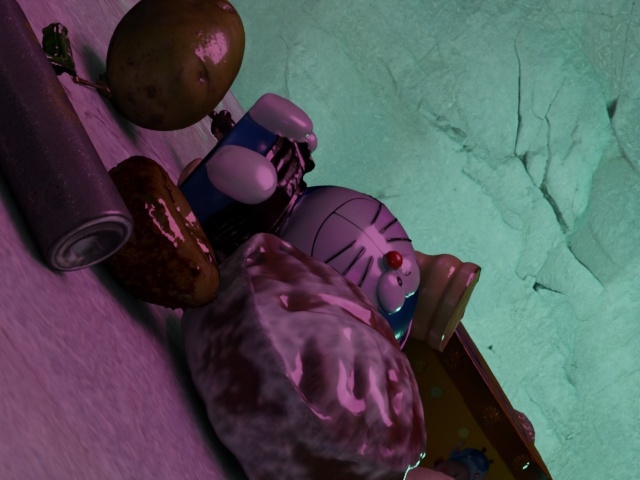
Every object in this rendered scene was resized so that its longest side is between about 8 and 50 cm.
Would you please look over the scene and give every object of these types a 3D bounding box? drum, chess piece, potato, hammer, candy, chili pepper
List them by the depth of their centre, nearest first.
[{"bbox_3d":[-0.013,0.119,1.279,0.214,0.157,0.290,29,27,-38],"label":"candy"},{"bbox_3d":[-0.280,-0.192,1.489,0.055,0.035,0.118,43,19,-18],"label":"chili pepper"},{"bbox_3d":[-0.270,-0.183,1.656,0.029,0.014,0.123,49,6,5],"label":"hammer"},{"bbox_3d":[0.000,0.000,1.758,0.397,0.117,0.117,26,-2,12],"label":"chess piece"},{"bbox_3d":[-0.189,-0.236,1.794,0.148,0.197,0.228,51,40,-20],"label":"potato"},{"bbox_3d":[0.135,0.224,1.964,0.431,0.214,0.431,58,4,-7],"label":"drum"}]

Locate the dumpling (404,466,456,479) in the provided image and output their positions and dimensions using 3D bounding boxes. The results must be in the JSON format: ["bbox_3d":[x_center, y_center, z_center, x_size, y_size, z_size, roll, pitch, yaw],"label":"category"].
[{"bbox_3d":[0.109,0.310,1.632,0.179,0.131,0.252,49,0,-4],"label":"dumpling"}]

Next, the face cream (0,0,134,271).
[{"bbox_3d":[-0.235,-0.106,1.099,0.284,0.073,0.073,59,5,23],"label":"face cream"}]

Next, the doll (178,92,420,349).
[{"bbox_3d":[-0.024,0.022,1.566,0.310,0.240,0.284,43,48,-9],"label":"doll"}]

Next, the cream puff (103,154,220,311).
[{"bbox_3d":[-0.149,0.001,1.227,0.149,0.084,0.149,60,6,-11],"label":"cream puff"}]

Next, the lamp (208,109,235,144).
[{"bbox_3d":[-0.119,-0.073,1.947,0.253,0.118,0.118,57,3,40],"label":"lamp"}]

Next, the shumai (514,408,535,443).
[{"bbox_3d":[0.214,0.371,2.334,0.260,0.222,0.225,11,17,-29],"label":"shumai"}]
